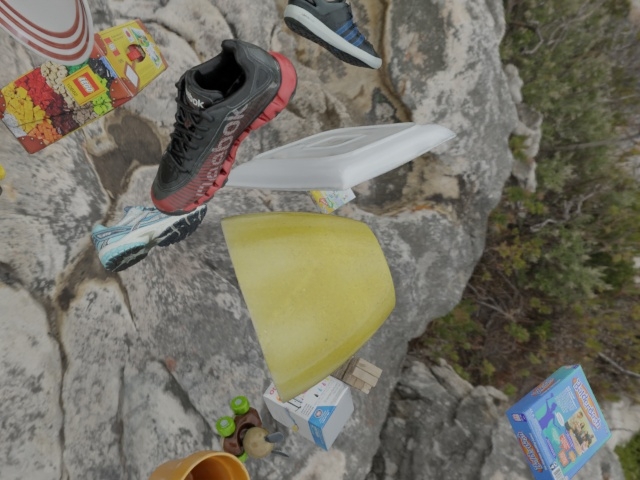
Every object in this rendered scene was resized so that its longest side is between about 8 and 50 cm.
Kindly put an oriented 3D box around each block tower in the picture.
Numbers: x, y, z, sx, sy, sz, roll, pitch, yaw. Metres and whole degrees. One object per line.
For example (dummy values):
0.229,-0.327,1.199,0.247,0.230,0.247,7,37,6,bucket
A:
0.080,0.437,1.753,0.097,0.335,0.090,33,74,-14,block tower

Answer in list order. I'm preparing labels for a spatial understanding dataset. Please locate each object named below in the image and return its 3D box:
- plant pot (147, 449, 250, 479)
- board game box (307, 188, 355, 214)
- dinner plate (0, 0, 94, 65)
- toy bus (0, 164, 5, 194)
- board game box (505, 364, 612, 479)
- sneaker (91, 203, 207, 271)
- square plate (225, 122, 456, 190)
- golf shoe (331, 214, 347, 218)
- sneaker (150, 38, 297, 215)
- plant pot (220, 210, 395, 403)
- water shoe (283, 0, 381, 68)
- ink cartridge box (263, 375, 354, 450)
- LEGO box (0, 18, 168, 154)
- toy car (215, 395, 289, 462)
-0.294,0.575,1.156,0.205,0.188,0.205,13,72,-44,plant pot
0.009,-0.152,1.337,0.103,0.026,0.154,-33,94,-21,board game box
-0.189,-0.171,0.306,0.141,0.141,0.017,43,61,-16,dinner plate
-0.676,-0.080,0.833,0.220,0.211,0.149,-40,93,13,toy bus
0.476,0.364,1.015,0.210,0.047,0.160,-20,84,-33,board game box
-0.407,-0.045,1.225,0.283,0.110,0.122,-30,75,-30,sneaker
0.028,-0.172,1.005,0.347,0.344,0.049,-29,115,-39,square plate
0.000,0.000,1.453,0.186,0.086,0.067,-46,126,-25,golf shoe
-0.154,-0.150,0.677,0.276,0.135,0.097,-49,67,12,sneaker
-0.004,0.033,0.363,0.095,0.134,0.134,-19,98,-7,plant pot
0.037,-0.337,0.809,0.203,0.073,0.080,12,102,-45,water shoe
-0.037,0.530,1.678,0.171,0.233,0.168,-50,146,-33,ink cartridge box
-0.739,-0.510,1.634,0.373,0.500,0.193,-26,117,9,LEGO box
-0.173,0.550,1.441,0.149,0.189,0.154,-53,138,-47,toy car
